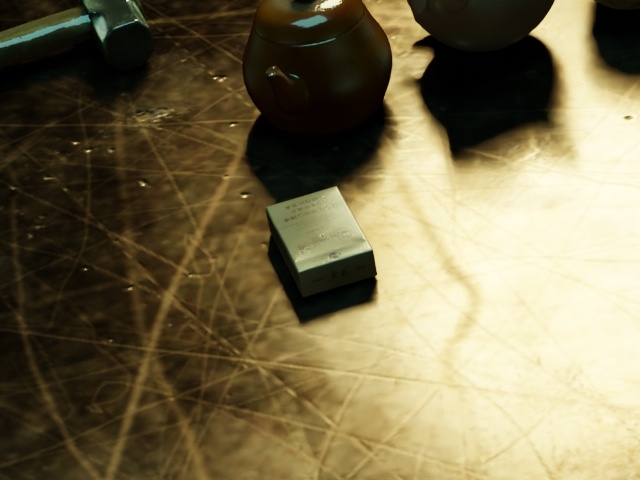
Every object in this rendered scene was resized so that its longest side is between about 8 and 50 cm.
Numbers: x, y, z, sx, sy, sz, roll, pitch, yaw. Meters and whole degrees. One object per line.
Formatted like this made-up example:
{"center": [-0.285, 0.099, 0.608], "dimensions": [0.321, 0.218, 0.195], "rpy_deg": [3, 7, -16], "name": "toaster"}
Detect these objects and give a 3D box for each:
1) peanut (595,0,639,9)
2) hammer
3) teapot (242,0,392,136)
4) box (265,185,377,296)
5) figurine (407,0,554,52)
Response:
{"center": [0.263, -0.256, 1.531], "dimensions": [0.108, 0.095, 0.226], "rpy_deg": [12, 40, 32], "name": "peanut"}
{"center": [-0.313, -0.126, 1.546], "dimensions": [0.365, 0.043, 0.111], "rpy_deg": [-19, 39, -9], "name": "hammer"}
{"center": [-0.003, -0.146, 1.433], "dimensions": [0.116, 0.116, 0.173], "rpy_deg": [7, 39, 21], "name": "teapot"}
{"center": [0.000, 0.000, 1.308], "dimensions": [0.053, 0.024, 0.083], "rpy_deg": [-16, 38, -8], "name": "box"}
{"center": [0.119, -0.202, 1.466], "dimensions": [0.125, 0.125, 0.138], "rpy_deg": [-14, -4, -5], "name": "figurine"}
